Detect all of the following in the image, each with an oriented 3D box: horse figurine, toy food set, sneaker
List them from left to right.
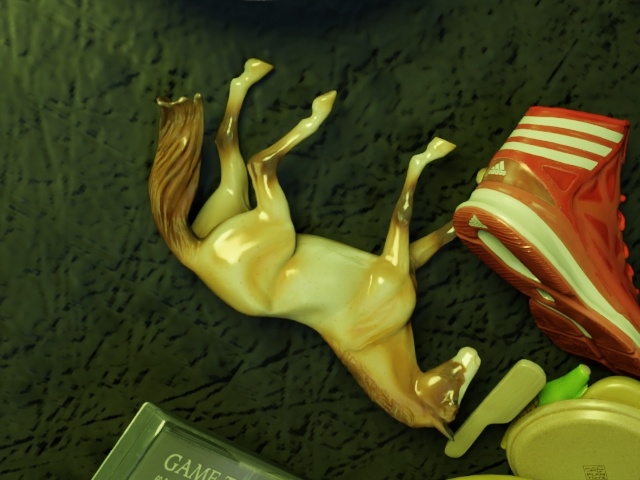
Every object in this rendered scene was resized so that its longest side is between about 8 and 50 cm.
[{"bbox_3d":[0.000,0.000,0.682,0.263,0.066,0.174,22,94,-21],"label":"horse figurine"},{"bbox_3d":[0.193,0.143,0.764,0.192,0.038,0.132,27,133,-7],"label":"toy food set"},{"bbox_3d":[0.185,-0.003,0.716,0.221,0.087,0.128,44,73,-42],"label":"sneaker"}]

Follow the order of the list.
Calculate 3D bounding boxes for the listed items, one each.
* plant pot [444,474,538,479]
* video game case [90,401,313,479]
[{"bbox_3d":[0.113,0.297,0.670,0.254,0.239,0.254,0,95,5],"label":"plant pot"},{"bbox_3d":[-0.121,0.242,0.671,0.274,0.026,0.196,-56,143,-5],"label":"video game case"}]
